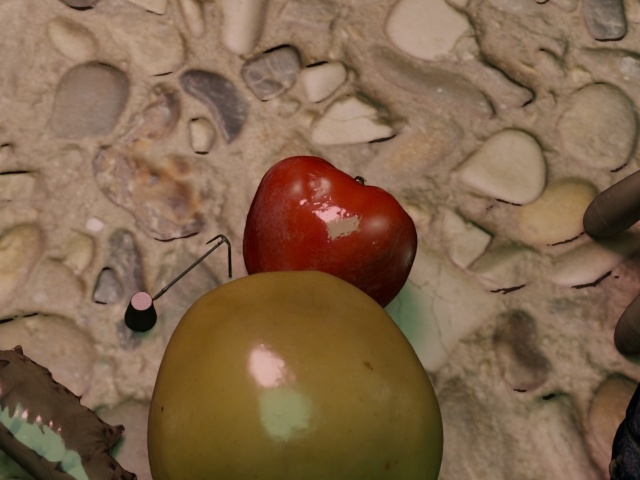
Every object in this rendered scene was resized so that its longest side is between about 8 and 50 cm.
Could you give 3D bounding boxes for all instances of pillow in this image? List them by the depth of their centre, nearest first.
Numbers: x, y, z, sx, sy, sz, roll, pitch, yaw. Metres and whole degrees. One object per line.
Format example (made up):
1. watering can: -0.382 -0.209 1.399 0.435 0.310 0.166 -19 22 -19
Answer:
1. pillow: -0.253 0.165 1.072 0.241 0.051 0.093 38 47 4

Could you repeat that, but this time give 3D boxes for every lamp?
1. lamp: -0.142 0.041 1.157 0.121 0.054 0.041 -36 73 -23

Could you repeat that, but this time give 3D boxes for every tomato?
1. tomato: 0.000 0.000 1.140 0.187 0.187 0.151 42 85 13

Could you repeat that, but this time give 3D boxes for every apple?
1. apple: -0.025 0.159 1.013 0.263 0.262 0.262 4 62 -7

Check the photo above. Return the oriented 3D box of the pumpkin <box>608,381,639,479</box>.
1. pumpkin: 0.429 0.204 1.001 0.364 0.266 0.363 -7 109 -22

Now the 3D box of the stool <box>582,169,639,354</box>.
1. stool: 0.394 -0.004 1.187 0.195 0.198 0.195 -4 65 -10
